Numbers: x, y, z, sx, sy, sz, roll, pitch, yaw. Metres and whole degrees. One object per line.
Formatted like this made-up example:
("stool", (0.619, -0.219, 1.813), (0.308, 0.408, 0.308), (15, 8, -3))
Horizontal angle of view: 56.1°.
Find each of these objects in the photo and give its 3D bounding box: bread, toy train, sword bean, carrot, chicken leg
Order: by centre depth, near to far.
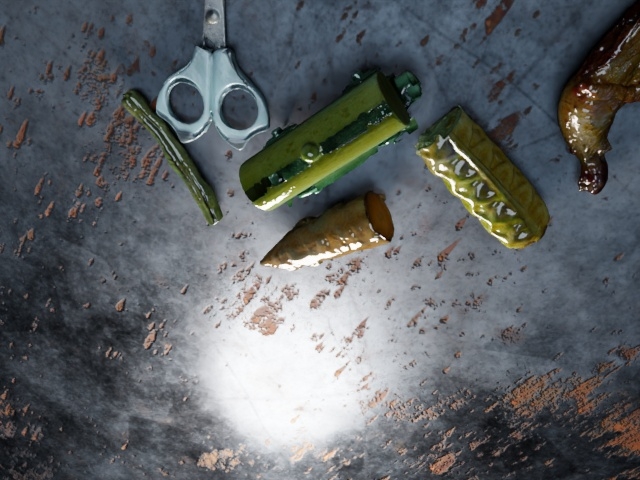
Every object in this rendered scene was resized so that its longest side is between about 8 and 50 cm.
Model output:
("chicken leg", (0.437, -0.214, 0.868), (0.177, 0.083, 0.323), (18, 123, -21))
("toy train", (0.019, -0.141, 0.905), (0.307, 0.190, 0.126), (-29, 113, 23))
("bread", (0.267, -0.090, 0.965), (0.269, 0.098, 0.087), (43, 158, -19))
("sword bean", (-0.250, -0.142, 1.039), (0.043, 0.038, 0.269), (-33, 115, -1))
("carrot", (0.000, 0.000, 1.061), (0.262, 0.102, 0.102), (-23, 117, 25))

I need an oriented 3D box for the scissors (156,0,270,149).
("scissors", (-0.164, -0.309, 0.919), (0.191, 0.029, 0.361), (10, 124, 4))
